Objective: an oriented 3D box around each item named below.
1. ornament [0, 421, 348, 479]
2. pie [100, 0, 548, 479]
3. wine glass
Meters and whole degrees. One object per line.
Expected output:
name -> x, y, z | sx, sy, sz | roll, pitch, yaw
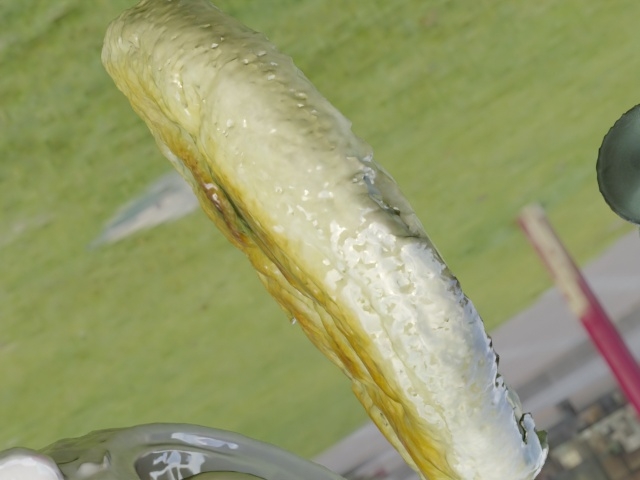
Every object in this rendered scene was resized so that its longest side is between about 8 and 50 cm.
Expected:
ornament -> -0.087, 0.275, 1.032 | 0.337, 0.337, 0.337 | -30, 169, -6
pie -> 0.000, 0.000, 0.905 | 0.075, 0.337, 0.337 | -37, 170, -3
wine glass -> 0.246, -0.010, 1.134 | 0.093, 0.093, 0.202 | -33, 146, 12
